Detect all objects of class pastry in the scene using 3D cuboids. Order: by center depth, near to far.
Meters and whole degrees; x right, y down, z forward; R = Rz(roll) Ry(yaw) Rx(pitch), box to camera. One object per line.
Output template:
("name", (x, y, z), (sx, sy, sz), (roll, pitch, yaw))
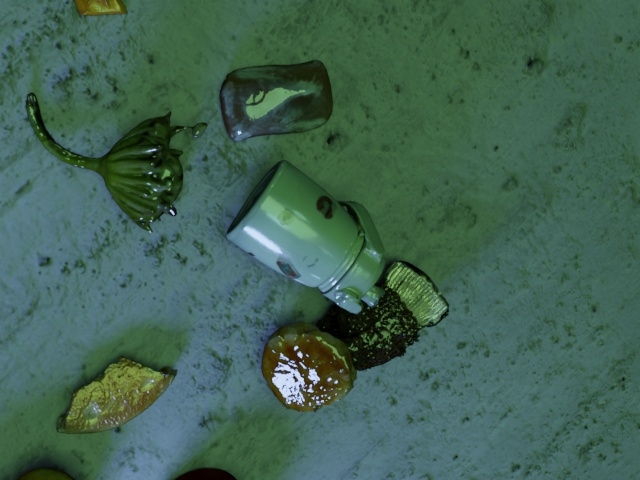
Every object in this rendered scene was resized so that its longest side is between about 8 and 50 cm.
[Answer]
("pastry", (-0.029, 0.288, 1.625), (0.218, 0.100, 0.229), (26, 114, 4))

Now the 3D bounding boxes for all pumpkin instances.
("pumpkin", (-0.444, -0.489, 1.463), (0.101, 0.035, 0.073), (-14, 103, -19))

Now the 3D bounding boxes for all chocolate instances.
("chocolate", (-0.087, -0.307, 1.580), (0.254, 0.080, 0.157), (-11, 100, -17))

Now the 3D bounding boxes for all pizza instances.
("pizza", (-0.439, 0.332, 1.552), (0.271, 0.056, 0.134), (-35, 108, -10))

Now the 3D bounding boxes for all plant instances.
("plant", (-0.424, -0.160, 1.498), (0.333, 0.180, 0.251), (12, 101, 13))

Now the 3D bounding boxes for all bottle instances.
("bottle", (0.000, 0.000, 1.566), (0.352, 0.229, 0.229), (34, 85, -12))

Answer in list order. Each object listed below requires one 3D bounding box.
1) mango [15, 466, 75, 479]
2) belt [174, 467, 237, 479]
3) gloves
("mango", (-0.616, 0.635, 1.447), (0.264, 0.221, 0.378), (39, 75, -15))
("belt", (-0.295, 0.666, 1.610), (0.324, 0.115, 0.227), (-44, 107, -9))
("gloves", (0.133, 0.186, 1.687), (0.312, 0.135, 0.210), (-42, 114, -7))
